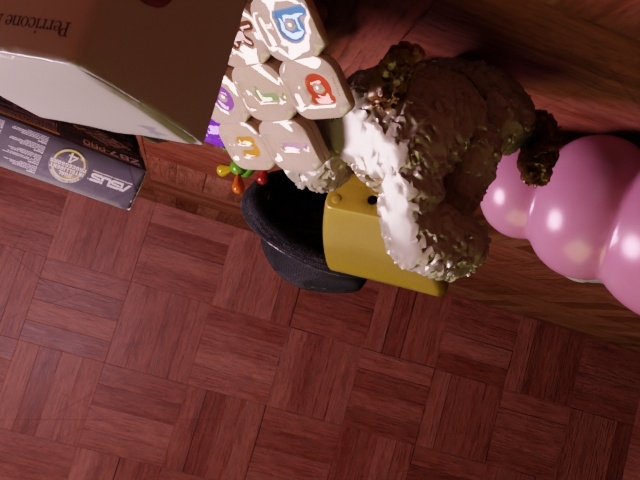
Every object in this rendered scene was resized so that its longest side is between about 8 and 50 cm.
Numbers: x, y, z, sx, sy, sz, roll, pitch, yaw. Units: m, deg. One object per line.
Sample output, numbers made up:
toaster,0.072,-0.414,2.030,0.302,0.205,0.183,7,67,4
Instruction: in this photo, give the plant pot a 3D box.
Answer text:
plant pot,0.115,-0.060,1.105,0.212,0.212,0.187,13,161,22

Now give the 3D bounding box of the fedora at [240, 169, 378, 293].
fedora,0.000,0.000,1.351,0.334,0.334,0.152,16,129,-1

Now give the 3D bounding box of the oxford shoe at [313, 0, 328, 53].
oxford shoe,-0.033,-0.211,0.771,0.076,0.076,0.212,4,176,-9

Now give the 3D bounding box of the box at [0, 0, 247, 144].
box,-0.132,-0.197,0.437,0.148,0.232,0.127,12,173,23

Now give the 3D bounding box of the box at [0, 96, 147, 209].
box,-0.531,-0.216,1.263,0.395,0.097,0.318,20,-165,-30

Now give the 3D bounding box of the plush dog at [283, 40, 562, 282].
plush dog,0.116,-0.121,0.699,0.225,0.210,0.262,-27,-127,-38

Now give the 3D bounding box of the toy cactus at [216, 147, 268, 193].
toy cactus,-0.071,-0.154,1.119,0.180,0.112,0.219,-3,149,-18

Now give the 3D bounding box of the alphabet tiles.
alphabet tiles,-0.094,-0.188,0.638,0.278,0.021,0.284,7,132,47

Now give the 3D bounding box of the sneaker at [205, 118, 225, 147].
sneaker,-0.058,-0.158,0.924,0.293,0.102,0.146,10,-165,6

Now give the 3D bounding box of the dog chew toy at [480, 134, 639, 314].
dog chew toy,0.345,-0.034,0.827,0.332,0.207,0.206,22,176,25

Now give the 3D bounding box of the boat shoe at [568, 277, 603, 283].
boat shoe,0.588,0.050,1.386,0.227,0.079,0.081,11,167,-11

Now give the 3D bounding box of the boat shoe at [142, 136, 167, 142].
boat shoe,-0.343,-0.232,1.322,0.066,0.066,0.183,6,179,30
